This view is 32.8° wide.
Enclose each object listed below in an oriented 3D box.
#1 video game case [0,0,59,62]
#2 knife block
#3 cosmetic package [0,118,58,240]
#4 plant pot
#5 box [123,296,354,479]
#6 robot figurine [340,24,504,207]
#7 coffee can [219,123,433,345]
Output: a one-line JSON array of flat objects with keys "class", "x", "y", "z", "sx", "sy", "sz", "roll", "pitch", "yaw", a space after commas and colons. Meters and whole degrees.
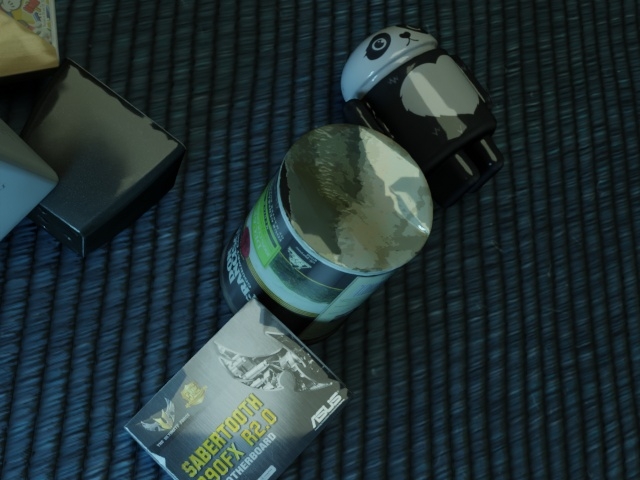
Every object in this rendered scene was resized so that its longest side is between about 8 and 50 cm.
[{"class": "video game case", "x": -0.474, "y": -0.340, "z": 1.502, "sx": 0.206, "sy": 0.026, "sz": 0.226, "roll": -4, "pitch": 73, "yaw": -13}, {"class": "knife block", "x": -0.511, "y": -0.219, "z": 1.403, "sx": 0.276, "sy": 0.088, "sz": 0.242, "roll": 34, "pitch": 85, "yaw": -12}, {"class": "cosmetic package", "x": -0.534, "y": -0.081, "z": 1.120, "sx": 0.329, "sy": 0.393, "sz": 0.327, "roll": 44, "pitch": 88, "yaw": 2}, {"class": "plant pot", "x": -0.307, "y": -0.089, "z": 1.405, "sx": 0.187, "sy": 0.188, "sz": 0.167, "roll": 37, "pitch": 72, "yaw": -2}, {"class": "box", "x": -0.101, "y": 0.215, "z": 1.366, "sx": 0.183, "sy": 0.056, "sz": 0.231, "roll": 45, "pitch": 78, "yaw": 2}, {"class": "robot figurine", "x": 0.152, "y": -0.191, "z": 1.623, "sx": 0.278, "sy": 0.174, "sz": 0.209, "roll": 55, "pitch": 16, "yaw": 9}, {"class": "coffee can", "x": 0.000, "y": 0.000, "z": 1.417, "sx": 0.202, "sy": 0.275, "sz": 0.201, "roll": 9, "pitch": 63, "yaw": -18}]
